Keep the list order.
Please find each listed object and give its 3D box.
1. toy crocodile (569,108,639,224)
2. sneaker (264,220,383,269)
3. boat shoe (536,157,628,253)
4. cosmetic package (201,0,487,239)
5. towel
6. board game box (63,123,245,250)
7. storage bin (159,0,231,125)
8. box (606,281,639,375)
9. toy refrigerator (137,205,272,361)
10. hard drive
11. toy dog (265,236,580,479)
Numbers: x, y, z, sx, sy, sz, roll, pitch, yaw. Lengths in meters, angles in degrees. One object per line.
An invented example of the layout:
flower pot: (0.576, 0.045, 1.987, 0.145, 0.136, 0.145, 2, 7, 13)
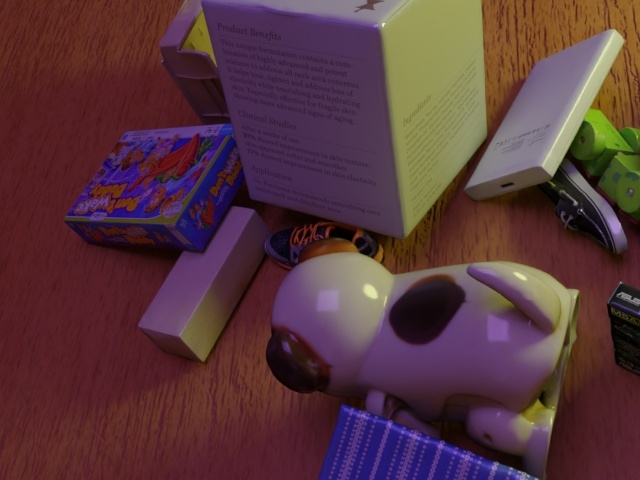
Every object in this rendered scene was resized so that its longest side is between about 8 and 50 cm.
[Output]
toy crocodile: (0.489, -0.104, 1.527, 0.115, 0.105, 0.340, 2, 41, -28)
sneaker: (0.000, 0.000, 1.641, 0.215, 0.083, 0.084, 0, 56, 22)
boat shoe: (0.416, -0.046, 1.526, 0.070, 0.077, 0.219, -26, 42, 0)
cosmetic package: (0.060, -0.275, 1.577, 0.329, 0.393, 0.327, 17, 46, 30)
towel: (0.143, 0.382, 1.217, 0.336, 0.040, 0.243, 19, 94, 15)
board game box: (-0.299, -0.101, 1.769, 0.347, 0.078, 0.233, 2, 54, 43)
storage bin: (-0.171, -0.381, 1.877, 0.123, 0.260, 0.262, 5, 57, 29)
box: (0.486, 0.153, 1.277, 0.191, 0.184, 0.045, 27, 67, 35)
toy refrigerator: (-0.195, 0.072, 1.658, 0.102, 0.094, 0.269, 9, 58, 34)
hard drive: (0.379, -0.211, 1.612, 0.307, 0.040, 0.203, -57, 19, -23)
toy dog: (0.127, 0.146, 1.301, 0.408, 0.395, 0.284, 9, 71, 19)
